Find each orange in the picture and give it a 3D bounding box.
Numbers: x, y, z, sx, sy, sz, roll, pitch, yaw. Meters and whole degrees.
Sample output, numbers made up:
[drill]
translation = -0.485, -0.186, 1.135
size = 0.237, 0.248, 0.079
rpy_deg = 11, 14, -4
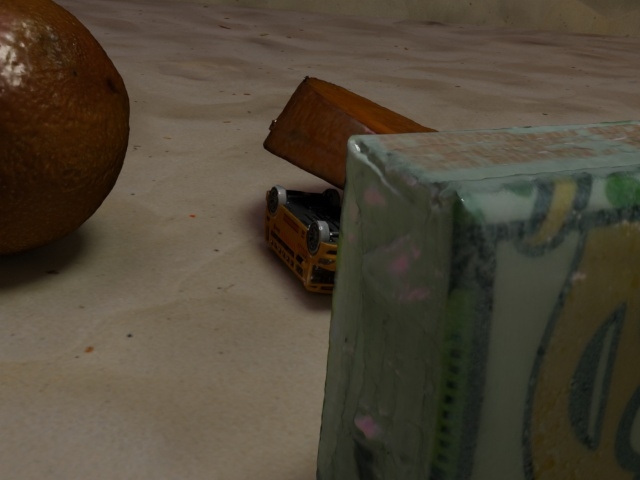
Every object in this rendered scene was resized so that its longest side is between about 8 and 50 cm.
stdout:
[orange]
translation = -0.308, -0.108, 0.808
size = 0.264, 0.264, 0.264
rpy_deg = 4, 22, -2

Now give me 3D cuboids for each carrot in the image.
[carrot]
translation = 0.086, -0.078, 0.914
size = 0.258, 0.100, 0.307
rpy_deg = 11, 15, -43

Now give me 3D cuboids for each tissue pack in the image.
[tissue pack]
translation = 0.161, 0.048, 0.547
size = 0.311, 0.227, 0.128
rpy_deg = -8, 25, -30

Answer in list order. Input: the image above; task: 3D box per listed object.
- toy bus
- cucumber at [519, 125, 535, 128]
[toy bus]
translation = 0.000, 0.000, 0.831
size = 0.070, 0.074, 0.162
rpy_deg = 3, 19, -24
[cucumber]
translation = 0.325, -0.147, 1.299
size = 0.168, 0.039, 0.039
rpy_deg = -1, 23, -19
